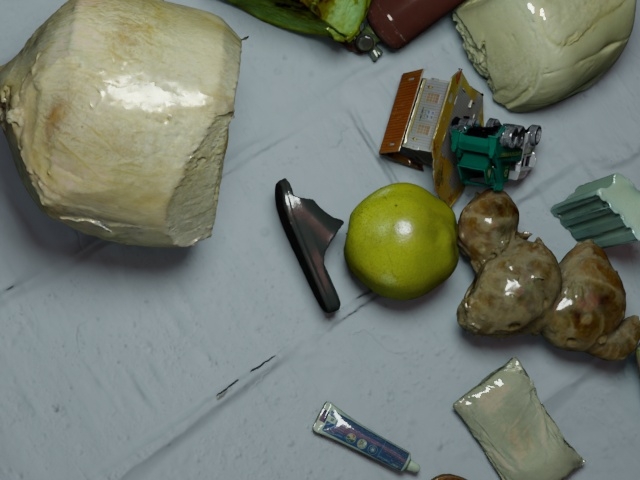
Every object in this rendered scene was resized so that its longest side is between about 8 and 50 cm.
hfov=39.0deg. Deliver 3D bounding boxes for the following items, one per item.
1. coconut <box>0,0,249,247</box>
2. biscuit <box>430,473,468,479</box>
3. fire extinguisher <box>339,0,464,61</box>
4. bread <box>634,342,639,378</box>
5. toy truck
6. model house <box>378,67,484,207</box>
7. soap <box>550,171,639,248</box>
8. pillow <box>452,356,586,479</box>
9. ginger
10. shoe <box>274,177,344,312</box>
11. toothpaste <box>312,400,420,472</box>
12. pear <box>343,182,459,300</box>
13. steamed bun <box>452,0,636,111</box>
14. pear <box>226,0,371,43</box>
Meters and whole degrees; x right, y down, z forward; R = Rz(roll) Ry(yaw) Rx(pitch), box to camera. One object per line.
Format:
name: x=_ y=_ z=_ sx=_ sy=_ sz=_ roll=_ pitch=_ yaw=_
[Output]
coconut: x=-0.314 y=-0.189 z=1.372 sx=0.404 sy=0.404 sz=0.405 roll=1 pitch=82 yaw=-9
biscuit: x=0.230 y=0.486 z=1.542 sx=0.124 sy=0.026 sz=0.175 roll=-22 pitch=86 yaw=-10
fire extinguisher: x=0.156 y=-0.439 z=1.591 sx=0.337 sy=0.106 sz=0.147 roll=-34 pitch=101 yaw=15
bread: x=0.657 y=0.255 z=1.590 sx=0.260 sy=0.158 sz=0.156 roll=36 pitch=88 yaw=-3
toy truck: x=0.298 y=-0.148 z=1.556 sx=0.110 sy=0.216 sz=0.116 roll=14 pitch=103 yaw=29
model house: x=0.183 y=-0.185 z=1.593 sx=0.135 sy=0.207 sz=0.219 roll=15 pitch=86 yaw=28
soap: x=0.492 y=-0.046 z=1.574 sx=0.063 sy=0.198 sz=0.114 roll=-42 pitch=92 yaw=-11
pillow: x=0.346 y=0.336 z=1.573 sx=0.148 sy=0.050 sz=0.230 roll=-33 pitch=88 yaw=-6
ginger: x=0.389 y=0.082 z=1.554 sx=0.375 sy=0.176 sz=0.256 roll=25 pitch=69 yaw=-5
shoe: x=0.000 y=0.000 z=1.535 sx=0.093 sy=0.108 sz=0.241 roll=-23 pitch=93 yaw=-8
toothpaste: x=0.082 y=0.343 z=1.535 sx=0.197 sy=0.035 sz=0.057 roll=29 pitch=73 yaw=-1
pear: x=0.137 y=0.003 z=1.514 sx=0.198 sy=0.198 sz=0.198 roll=1 pitch=82 yaw=-9
steamed bun: x=0.420 y=-0.373 z=1.605 sx=0.290 sy=0.273 sz=0.272 roll=-38 pitch=105 yaw=-9
pear: x=-0.063 y=-0.459 z=1.545 sx=0.238 sy=0.255 sz=0.164 roll=27 pitch=84 yaw=-40
